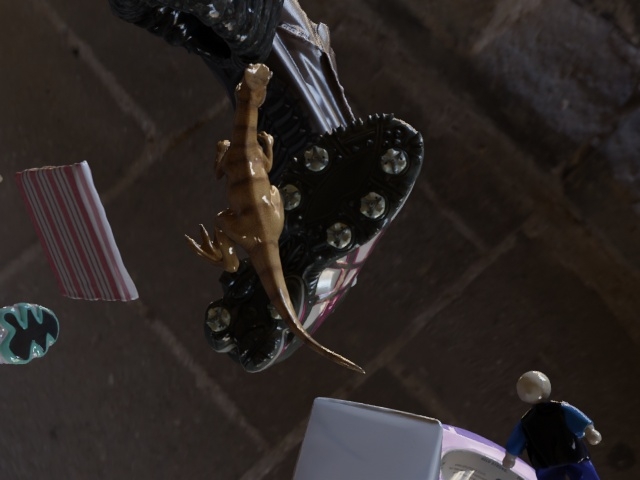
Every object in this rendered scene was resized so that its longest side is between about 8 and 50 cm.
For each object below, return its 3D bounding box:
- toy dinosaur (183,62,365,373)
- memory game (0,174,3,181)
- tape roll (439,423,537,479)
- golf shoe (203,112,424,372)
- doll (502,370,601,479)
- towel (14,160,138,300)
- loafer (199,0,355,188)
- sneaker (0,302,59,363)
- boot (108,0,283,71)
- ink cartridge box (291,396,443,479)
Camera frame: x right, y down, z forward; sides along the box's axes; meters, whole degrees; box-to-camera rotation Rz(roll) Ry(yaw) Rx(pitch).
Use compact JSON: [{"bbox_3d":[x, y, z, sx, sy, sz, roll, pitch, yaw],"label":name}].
[{"bbox_3d":[-0.042,-0.006,0.870,0.064,0.112,0.211,-12,84,-21],"label":"toy dinosaur"},{"bbox_3d":[-0.249,-0.071,0.701,0.186,0.186,0.012,28,89,0],"label":"memory game"},{"bbox_3d":[0.190,0.333,1.544,0.275,0.275,0.090,33,109,2],"label":"tape roll"},{"bbox_3d":[0.000,0.000,1.247,0.105,0.120,0.273,42,99,19],"label":"golf shoe"},{"bbox_3d":[0.254,0.233,1.468,0.046,0.129,0.189,-22,92,-51],"label":"doll"},{"bbox_3d":[-0.245,-0.010,1.361,0.029,0.197,0.144,-26,103,-27],"label":"towel"},{"bbox_3d":[-0.020,-0.166,1.380,0.130,0.134,0.366,-23,83,-35],"label":"loafer"},{"bbox_3d":[-0.215,0.058,0.823,0.098,0.069,0.038,-12,103,-43],"label":"sneaker"},{"bbox_3d":[-0.068,-0.262,0.804,0.131,0.348,0.260,26,85,26],"label":"boot"},{"bbox_3d":[0.025,0.231,0.932,0.092,0.219,0.160,11,59,9],"label":"ink cartridge box"}]
